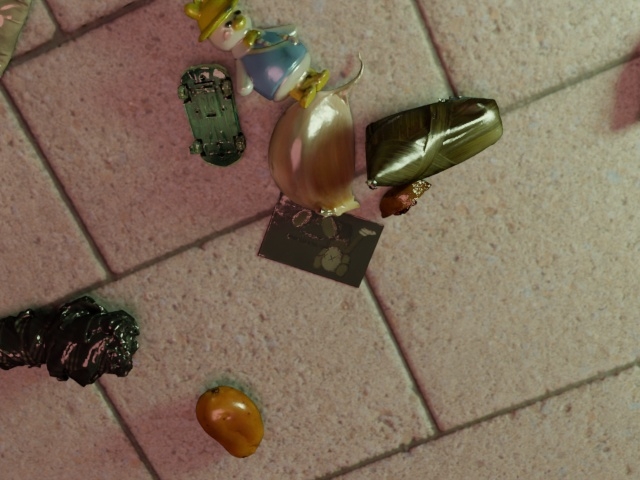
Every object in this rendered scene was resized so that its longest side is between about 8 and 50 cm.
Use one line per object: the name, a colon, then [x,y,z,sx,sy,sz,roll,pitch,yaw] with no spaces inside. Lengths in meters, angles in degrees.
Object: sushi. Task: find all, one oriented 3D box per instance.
sushi: [0.138,-0.069,1.562,0.099,0.050,0.047,-27,115,22]

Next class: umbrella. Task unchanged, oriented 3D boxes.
umbrella: [-0.482,0.190,1.637,0.337,0.128,0.154,-12,95,11]

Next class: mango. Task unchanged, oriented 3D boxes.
mango: [-0.159,0.325,1.702,0.105,0.084,0.159,-25,131,10]

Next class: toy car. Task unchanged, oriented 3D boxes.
toy car: [-0.174,-0.202,1.507,0.093,0.058,0.186,-6,129,5]

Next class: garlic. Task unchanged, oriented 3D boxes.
garlic: [-0.010,-0.170,1.504,0.128,0.148,0.266,25,120,30]

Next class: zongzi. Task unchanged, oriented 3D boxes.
zongzi: [0.173,-0.149,1.425,0.221,0.242,0.112,-17,104,10]

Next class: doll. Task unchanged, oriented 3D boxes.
doll: [-0.103,-0.297,1.442,0.241,0.099,0.135,38,99,-9]

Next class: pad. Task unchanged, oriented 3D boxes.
pad: [0.000,0.000,1.613,0.190,0.004,0.127,18,111,-6]

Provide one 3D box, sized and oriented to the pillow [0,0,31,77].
pillow: [-0.569,-0.394,1.433,0.270,0.067,0.173,36,113,-12]
